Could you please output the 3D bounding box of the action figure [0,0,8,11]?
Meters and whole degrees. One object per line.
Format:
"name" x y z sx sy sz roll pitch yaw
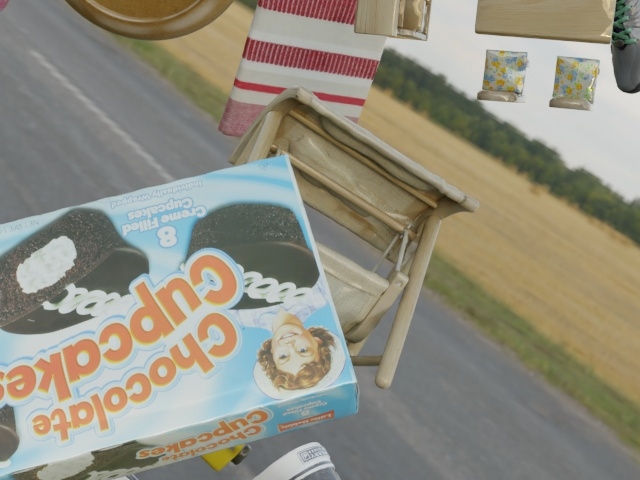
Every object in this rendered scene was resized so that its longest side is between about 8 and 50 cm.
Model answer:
"action figure" -0.330 -0.306 1.131 0.248 0.370 0.276 -11 46 -38

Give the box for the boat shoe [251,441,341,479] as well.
"boat shoe" -0.069 0.339 1.298 0.108 0.301 0.102 -3 55 -49

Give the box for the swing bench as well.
"swing bench" 0.000 0.000 1.351 0.253 0.255 0.165 32 -16 -18

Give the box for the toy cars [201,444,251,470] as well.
"toy cars" -0.220 0.254 1.690 0.393 0.176 0.087 -4 4 5

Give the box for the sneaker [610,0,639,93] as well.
"sneaker" 0.416 -0.318 1.643 0.098 0.224 0.083 3 0 -34

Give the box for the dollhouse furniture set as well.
"dollhouse furniture set" 0.174 -0.248 1.200 0.242 0.212 0.161 8 8 16

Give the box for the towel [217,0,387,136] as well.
"towel" -0.009 -0.302 1.833 0.237 0.329 0.037 3 30 -32

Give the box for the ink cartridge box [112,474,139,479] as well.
"ink cartridge box" -0.284 0.266 1.442 0.206 0.045 0.208 30 -16 41

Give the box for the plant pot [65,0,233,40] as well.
"plant pot" -0.186 -0.317 1.221 0.236 0.236 0.032 30 25 -9

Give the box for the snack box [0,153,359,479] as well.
"snack box" -0.152 0.066 0.798 0.060 0.322 0.187 84 -10 -59
